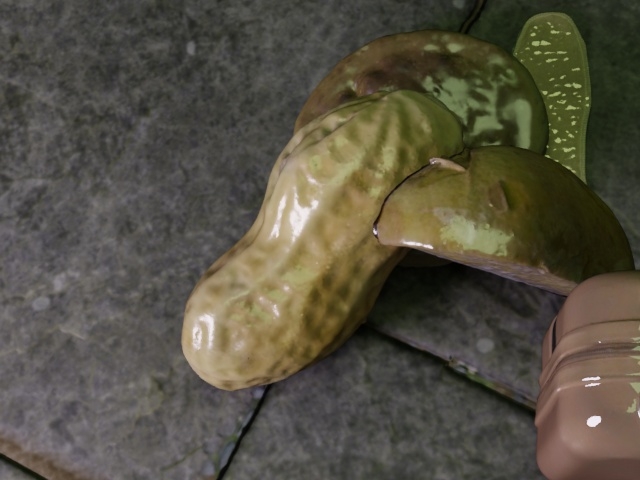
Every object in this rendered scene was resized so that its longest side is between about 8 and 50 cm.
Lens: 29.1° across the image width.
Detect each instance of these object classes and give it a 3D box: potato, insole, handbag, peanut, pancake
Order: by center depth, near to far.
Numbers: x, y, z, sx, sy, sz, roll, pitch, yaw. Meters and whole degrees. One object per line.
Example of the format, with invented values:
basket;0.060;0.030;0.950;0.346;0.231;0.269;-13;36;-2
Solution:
handbag;0.315;0.108;0.905;0.301;0.283;0.149;5;71;9
potato;0.184;-0.016;0.987;0.261;0.100;0.120;17;84;-26
peanut;0.000;0.000;1.053;0.149;0.149;0.313;39;98;20
pancake;0.089;-0.088;1.135;0.241;0.050;0.242;-3;75;13
insole;0.215;-0.105;1.152;0.081;0.011;0.248;-2;68;6
